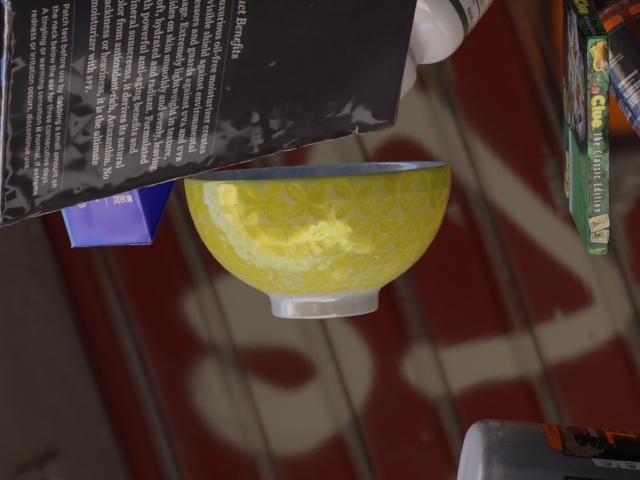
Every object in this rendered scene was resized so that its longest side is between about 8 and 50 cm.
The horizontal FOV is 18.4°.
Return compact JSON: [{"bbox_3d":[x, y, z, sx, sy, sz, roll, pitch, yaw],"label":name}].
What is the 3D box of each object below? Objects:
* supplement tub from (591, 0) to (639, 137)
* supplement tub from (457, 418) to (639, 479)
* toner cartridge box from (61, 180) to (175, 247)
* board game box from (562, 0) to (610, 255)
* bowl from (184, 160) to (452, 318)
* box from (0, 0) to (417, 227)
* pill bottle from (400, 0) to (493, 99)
[{"bbox_3d":[0.383,-0.224,2.395,0.198,0.106,0.106,60,-162,15],"label":"supplement tub"},{"bbox_3d":[0.318,0.306,2.123,0.207,0.338,0.207,-174,90,-87],"label":"supplement tub"},{"bbox_3d":[-0.191,-0.180,1.612,0.165,0.075,0.348,-77,-20,-54],"label":"toner cartridge box"},{"bbox_3d":[0.286,-0.128,2.136,0.136,0.030,0.259,-104,8,-59],"label":"board game box"},{"bbox_3d":[0.000,0.000,2.117,0.289,0.289,0.156,-15,-76,-70],"label":"bowl"},{"bbox_3d":[-0.134,-0.192,1.297,0.296,0.294,0.182,49,142,38],"label":"box"},{"bbox_3d":[0.127,-0.354,2.469,0.363,0.210,0.210,-53,-48,-16],"label":"pill bottle"}]
